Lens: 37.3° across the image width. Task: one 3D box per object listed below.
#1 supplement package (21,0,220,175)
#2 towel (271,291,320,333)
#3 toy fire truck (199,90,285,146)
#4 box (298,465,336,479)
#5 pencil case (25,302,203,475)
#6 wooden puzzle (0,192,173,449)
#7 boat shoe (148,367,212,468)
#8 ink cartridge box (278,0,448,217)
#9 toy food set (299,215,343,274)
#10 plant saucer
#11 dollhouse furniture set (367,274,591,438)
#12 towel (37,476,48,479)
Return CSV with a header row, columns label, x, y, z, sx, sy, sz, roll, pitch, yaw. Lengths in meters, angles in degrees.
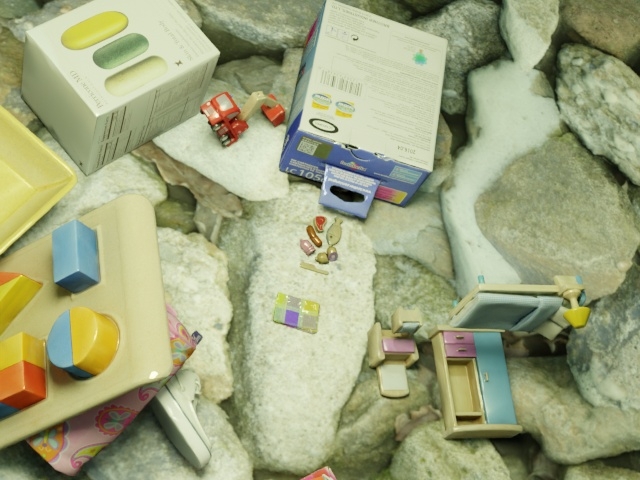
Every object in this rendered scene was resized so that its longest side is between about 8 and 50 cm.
label,x,y,z,sx,sy,sz,roll,pitch,yaw
supplement package,-0.355,-0.291,1.665,0.263,0.198,0.199,-36,80,-31
towel,-0.042,0.127,1.671,0.083,0.009,0.060,18,60,-11
toy fire truck,-0.141,-0.236,1.750,0.135,0.192,0.047,-35,77,-2
box,-0.047,0.434,1.364,0.128,0.257,0.122,-22,72,-28
pencil case,-0.313,0.213,1.409,0.124,0.124,0.284,42,85,4
wooden puzzle,-0.396,0.110,1.382,0.348,0.080,0.322,-23,55,14
boat shoe,-0.231,0.233,1.499,0.084,0.095,0.258,-28,77,-25
ink cartridge box,0.081,-0.241,1.824,0.270,0.151,0.395,17,58,-10
toy food set,0.000,0.000,1.746,0.078,0.019,0.122,17,59,-11
plant saucer,-0.611,-0.089,1.472,0.333,0.081,0.333,41,60,-2
dollhouse furniture set,0.269,0.192,1.577,0.286,0.303,0.198,3,62,-18
towel,-0.434,0.422,1.368,0.148,0.027,0.110,-33,78,-29
